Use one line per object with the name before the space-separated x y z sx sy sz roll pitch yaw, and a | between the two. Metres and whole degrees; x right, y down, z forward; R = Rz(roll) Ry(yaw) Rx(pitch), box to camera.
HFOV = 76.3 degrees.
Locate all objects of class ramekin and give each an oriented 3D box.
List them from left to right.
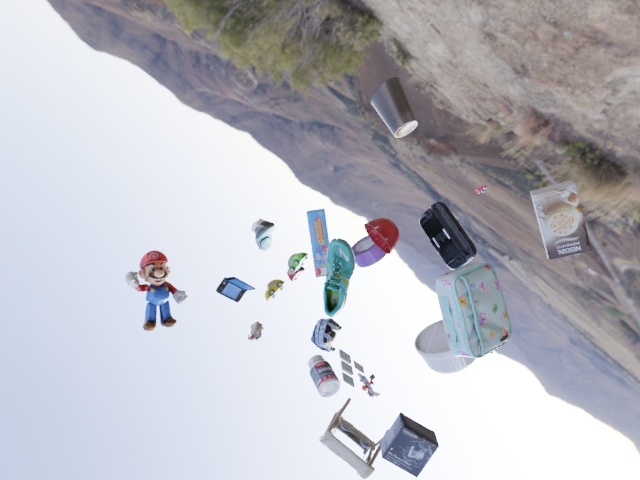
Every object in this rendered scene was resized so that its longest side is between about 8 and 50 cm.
ramekin | 0.554 0.459 1.765 0.127 0.272 0.273 63 -174 -12

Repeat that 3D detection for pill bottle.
pill bottle | 0.010 0.613 1.864 0.108 0.108 0.180 33 -171 -35

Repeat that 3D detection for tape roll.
tape roll | 0.248 0.049 2.084 0.080 0.188 0.189 57 -176 -21

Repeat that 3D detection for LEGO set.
LEGO set | 0.191 0.628 1.920 0.244 0.060 0.183 40 -158 -26

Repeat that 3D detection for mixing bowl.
mixing bowl | 0.294 -0.036 1.863 0.181 0.098 0.181 49 171 11

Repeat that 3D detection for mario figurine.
mario figurine | -0.661 0.200 1.652 0.198 0.169 0.321 -10 -86 -73

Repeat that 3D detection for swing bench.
swing bench | 0.149 0.932 1.900 0.253 0.165 0.254 37 -148 11

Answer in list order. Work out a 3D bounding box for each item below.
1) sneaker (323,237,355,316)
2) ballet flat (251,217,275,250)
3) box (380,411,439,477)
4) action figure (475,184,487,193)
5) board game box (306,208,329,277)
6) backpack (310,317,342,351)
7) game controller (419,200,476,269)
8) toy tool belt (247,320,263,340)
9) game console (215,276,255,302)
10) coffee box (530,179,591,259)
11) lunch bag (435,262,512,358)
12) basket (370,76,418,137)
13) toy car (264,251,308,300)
sneaker | 0.058 0.130 1.394 0.106 0.276 0.110 5 -173 13
ballet flat | -0.268 -0.036 1.840 0.096 0.095 0.280 53 158 12
box | 0.331 0.765 1.529 0.155 0.158 0.093 29 -170 -1
action figure | 0.689 -0.221 1.753 0.030 0.038 0.115 36 -153 22
board game box | 0.000 0.000 1.987 0.302 0.086 0.309 -84 -14 -85
backpack | 0.020 0.462 2.042 0.116 0.158 0.173 9 156 24
game controller | 0.584 -0.023 1.894 0.067 0.166 0.319 -9 -121 -34
toy tool belt | -0.242 0.356 1.568 0.051 0.052 0.083 46 -148 -28
game console | -0.414 0.241 1.988 0.144 0.124 0.085 36 178 -33
coffee box | 0.855 -0.072 1.453 0.098 0.141 0.247 -38 -70 -63
lunch bag | 0.478 0.223 1.277 0.223 0.107 0.280 -15 -90 -33
basket | 0.366 -0.633 1.981 0.227 0.154 0.204 65 160 15
toy car | -0.115 0.110 1.556 0.053 0.225 0.239 42 -138 10
